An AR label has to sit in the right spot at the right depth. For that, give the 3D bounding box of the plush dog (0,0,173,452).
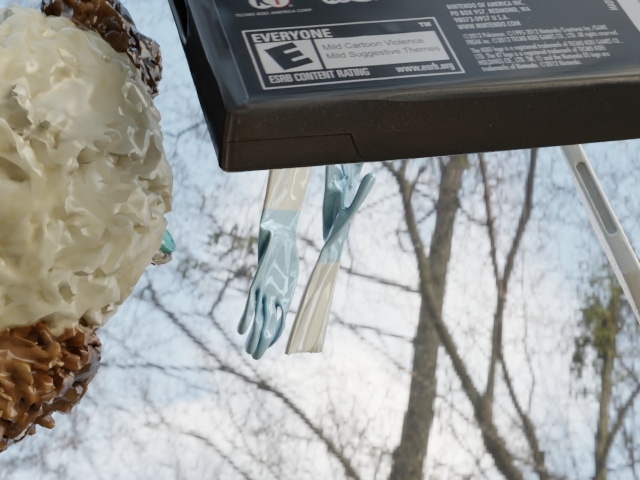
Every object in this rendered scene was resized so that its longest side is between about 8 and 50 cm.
[{"bbox_3d":[-0.166,-0.037,0.467,0.225,0.263,0.211,14,-24,-7],"label":"plush dog"}]

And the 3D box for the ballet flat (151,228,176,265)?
[{"bbox_3d":[-0.227,-0.062,1.122,0.077,0.091,0.241,-36,-84,10],"label":"ballet flat"}]

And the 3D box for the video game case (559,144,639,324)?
[{"bbox_3d":[0.305,-0.001,1.305,0.023,0.183,0.201,-25,-32,10],"label":"video game case"}]

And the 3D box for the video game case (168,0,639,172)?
[{"bbox_3d":[0.066,-0.132,0.530,0.274,0.248,0.035,-6,-43,-16],"label":"video game case"}]

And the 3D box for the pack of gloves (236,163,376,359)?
[{"bbox_3d":[0.000,0.000,1.150,0.046,0.195,0.232,14,-85,22],"label":"pack of gloves"}]
